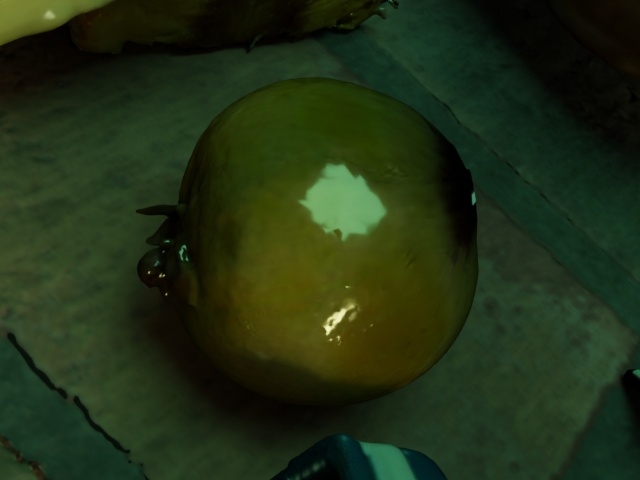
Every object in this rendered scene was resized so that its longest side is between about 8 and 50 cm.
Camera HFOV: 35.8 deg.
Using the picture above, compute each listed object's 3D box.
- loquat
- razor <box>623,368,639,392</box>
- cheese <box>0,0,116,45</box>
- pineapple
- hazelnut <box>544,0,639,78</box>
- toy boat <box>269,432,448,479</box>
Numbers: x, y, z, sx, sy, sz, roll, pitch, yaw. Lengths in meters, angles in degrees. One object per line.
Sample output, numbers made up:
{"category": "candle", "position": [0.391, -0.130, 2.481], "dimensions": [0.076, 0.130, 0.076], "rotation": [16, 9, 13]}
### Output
{"category": "loquat", "position": [0.000, 0.000, 0.448], "dimensions": [0.163, 0.137, 0.163], "rotation": [7, 71, -23]}
{"category": "razor", "position": [0.294, 0.130, 0.571], "dimensions": [0.253, 0.042, 0.082], "rotation": [17, 8, -18]}
{"category": "cheese", "position": [-0.243, -0.227, 0.476], "dimensions": [0.384, 0.104, 0.384], "rotation": [4, 56, -6]}
{"category": "pineapple", "position": [-0.063, -0.189, 0.601], "dimensions": [0.233, 0.079, 0.135], "rotation": [-12, 61, -32]}
{"category": "hazelnut", "position": [0.299, -0.251, 0.692], "dimensions": [0.372, 0.315, 0.372], "rotation": [19, 5, -2]}
{"category": "toy boat", "position": [0.039, 0.214, 0.333], "dimensions": [0.062, 0.096, 0.299], "rotation": [10, 53, -33]}
